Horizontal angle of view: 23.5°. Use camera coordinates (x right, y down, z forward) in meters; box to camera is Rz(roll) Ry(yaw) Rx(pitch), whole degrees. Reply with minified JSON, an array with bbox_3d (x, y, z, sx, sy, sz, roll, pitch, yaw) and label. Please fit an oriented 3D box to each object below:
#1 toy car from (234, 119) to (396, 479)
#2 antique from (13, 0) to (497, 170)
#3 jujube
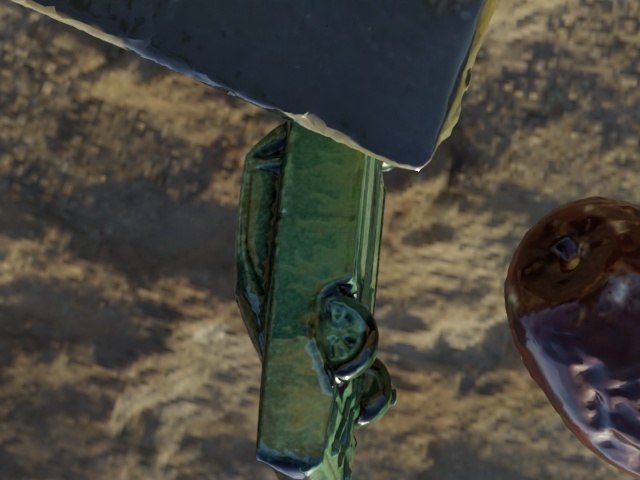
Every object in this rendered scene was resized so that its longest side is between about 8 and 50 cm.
[{"bbox_3d":[0.000,0.000,0.956,0.097,0.321,0.141,3,158,9],"label":"toy car"},{"bbox_3d":[-0.059,-0.146,0.768,0.284,0.125,0.150,13,102,-19],"label":"antique"},{"bbox_3d":[0.291,0.092,1.330,0.223,0.223,0.318,-16,139,35],"label":"jujube"}]
